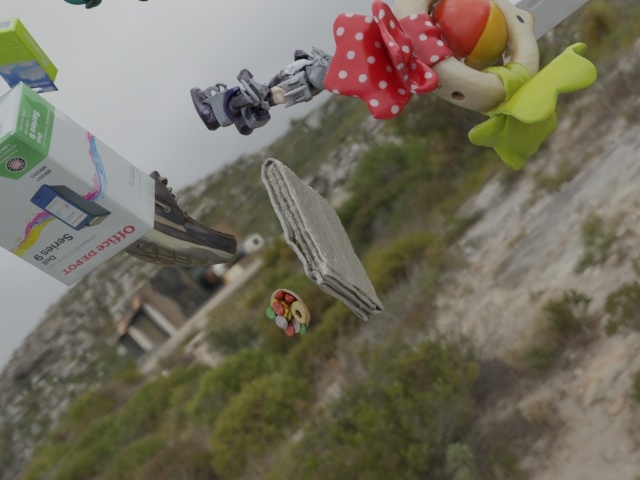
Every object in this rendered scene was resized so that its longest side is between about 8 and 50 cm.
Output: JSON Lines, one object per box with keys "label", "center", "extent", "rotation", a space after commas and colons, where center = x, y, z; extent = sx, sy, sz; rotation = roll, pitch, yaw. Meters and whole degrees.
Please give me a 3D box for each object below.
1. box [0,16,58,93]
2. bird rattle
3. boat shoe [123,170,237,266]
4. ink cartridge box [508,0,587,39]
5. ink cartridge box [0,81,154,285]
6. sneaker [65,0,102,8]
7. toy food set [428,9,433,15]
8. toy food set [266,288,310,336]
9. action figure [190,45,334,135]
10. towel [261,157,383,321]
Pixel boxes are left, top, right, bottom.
{"label": "box", "center": [-0.613, -0.369, 2.094], "extent": [0.178, 0.109, 0.042], "rotation": [61, -148, -51]}
{"label": "bird rattle", "center": [0.133, -0.184, 1.036], "extent": [0.143, 0.253, 0.207], "rotation": [114, 170, -50]}
{"label": "boat shoe", "center": [-0.267, -0.045, 1.576], "extent": [0.132, 0.355, 0.130], "rotation": [-6, 72, 46]}
{"label": "ink cartridge box", "center": [0.307, -0.415, 1.523], "extent": [0.160, 0.092, 0.219], "rotation": [-36, 47, 30]}
{"label": "ink cartridge box", "center": [-0.320, -0.059, 1.208], "extent": [0.154, 0.212, 0.093], "rotation": [-31, 44, 24]}
{"label": "sneaker", "center": [-0.315, -0.412, 1.520], "extent": [0.178, 0.124, 0.295], "rotation": [-29, 25, 0]}
{"label": "toy food set", "center": [0.217, -0.392, 1.682], "extent": [0.132, 0.192, 0.038], "rotation": [-32, 30, -17]}
{"label": "toy food set", "center": [-0.052, 0.119, 1.704], "extent": [0.020, 0.083, 0.083], "rotation": [-34, -25, -43]}
{"label": "action figure", "center": [-0.075, -0.240, 1.626], "extent": [0.285, 0.099, 0.185], "rotation": [-16, 3, 45]}
{"label": "towel", "center": [0.000, 0.000, 1.711], "extent": [0.049, 0.282, 0.187], "rotation": [-37, -43, 13]}
